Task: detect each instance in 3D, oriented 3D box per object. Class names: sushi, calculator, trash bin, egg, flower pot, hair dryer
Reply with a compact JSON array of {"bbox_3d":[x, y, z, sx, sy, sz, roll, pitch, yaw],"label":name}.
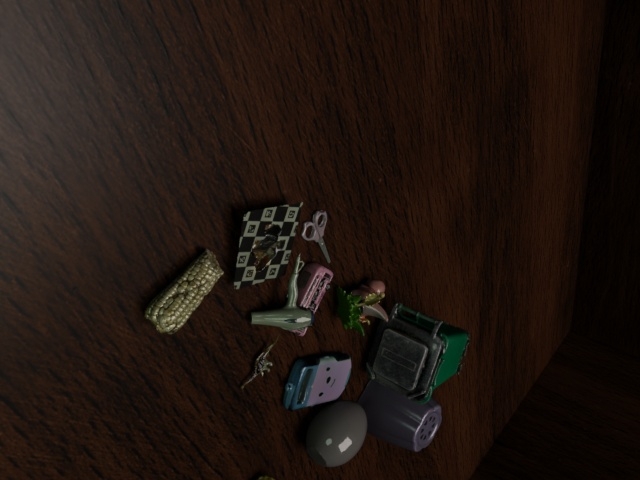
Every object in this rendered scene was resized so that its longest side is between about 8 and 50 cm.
[{"bbox_3d":[-0.142,0.005,1.346,0.193,0.040,0.210,-13,125,-46],"label":"sushi"},{"bbox_3d":[-0.007,0.433,1.707,0.293,0.051,0.172,5,105,-50],"label":"calculator"},{"bbox_3d":[0.366,0.380,1.971,0.381,0.259,0.295,4,105,-57],"label":"trash bin"},{"bbox_3d":[0.057,0.614,1.772,0.232,0.176,0.176,-45,138,-40],"label":"egg"},{"bbox_3d":[0.293,0.630,2.005,0.265,0.243,0.265,-23,124,-38],"label":"flower pot"},{"bbox_3d":[-0.109,0.144,1.416,0.167,0.067,0.199,-13,104,-14],"label":"hair dryer"}]

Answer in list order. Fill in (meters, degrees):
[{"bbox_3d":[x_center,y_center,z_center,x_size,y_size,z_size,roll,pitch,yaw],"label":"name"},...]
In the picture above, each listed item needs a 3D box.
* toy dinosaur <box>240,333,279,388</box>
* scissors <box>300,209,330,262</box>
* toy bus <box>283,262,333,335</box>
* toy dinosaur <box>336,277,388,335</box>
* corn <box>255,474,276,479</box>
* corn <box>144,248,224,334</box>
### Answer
[{"bbox_3d":[-0.154,0.332,1.498,0.058,0.037,0.180,33,83,-56],"label":"toy dinosaur"},{"bbox_3d":[0.000,0.000,1.533,0.100,0.015,0.189,-45,139,-23],"label":"scissors"},{"bbox_3d":[-0.041,0.160,1.526,0.090,0.063,0.203,33,80,-48],"label":"toy bus"},{"bbox_3d":[0.144,0.198,1.691,0.177,0.194,0.152,-13,111,-21],"label":"toy dinosaur"},{"bbox_3d":[-0.143,0.839,1.716,0.106,0.106,0.305,-39,129,-31],"label":"corn"},{"bbox_3d":[-0.287,0.111,1.197,0.211,0.087,0.087,-48,138,-20],"label":"corn"}]
